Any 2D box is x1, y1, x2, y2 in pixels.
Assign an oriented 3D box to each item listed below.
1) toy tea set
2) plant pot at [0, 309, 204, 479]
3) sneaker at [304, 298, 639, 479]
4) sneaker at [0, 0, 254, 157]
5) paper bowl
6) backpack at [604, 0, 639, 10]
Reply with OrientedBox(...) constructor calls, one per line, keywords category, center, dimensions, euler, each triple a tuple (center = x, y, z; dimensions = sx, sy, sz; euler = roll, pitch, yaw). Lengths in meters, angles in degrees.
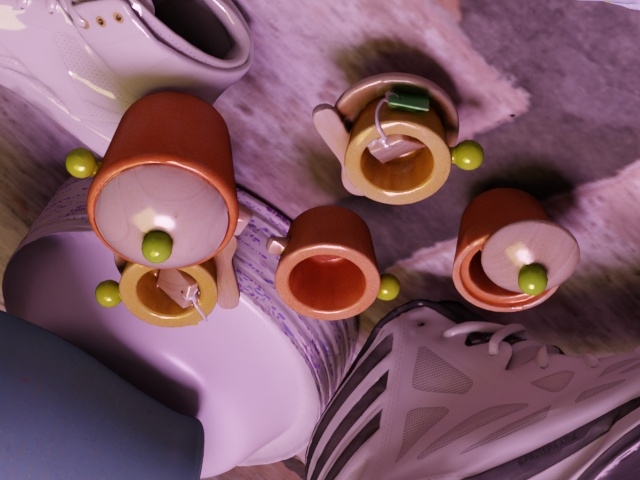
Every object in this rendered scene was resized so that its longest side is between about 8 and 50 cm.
OrientedBox(category="toy tea set", center=(0.000, 0.000, 1.001), dimensions=(0.336, 0.124, 0.200), euler=(-4, 132, 6))
OrientedBox(category="plant pot", center=(-0.228, 0.184, 1.097), dimensions=(0.255, 0.271, 0.271), euler=(18, 144, -10))
OrientedBox(category="sneaker", center=(0.173, 0.093, 1.046), dimensions=(0.447, 0.257, 0.169), euler=(-29, 135, 10))
OrientedBox(category="sneaker", center=(-0.182, -0.174, 1.014), dimensions=(0.292, 0.108, 0.169), euler=(30, 143, -19))
OrientedBox(category="paper bowl", center=(-0.124, 0.082, 1.235), dimensions=(0.284, 0.148, 0.284), euler=(17, 140, 14))
OrientedBox(category="backpack", center=(0.128, -0.259, 0.520), dimensions=(0.290, 0.273, 0.355), euler=(23, 139, 34))
